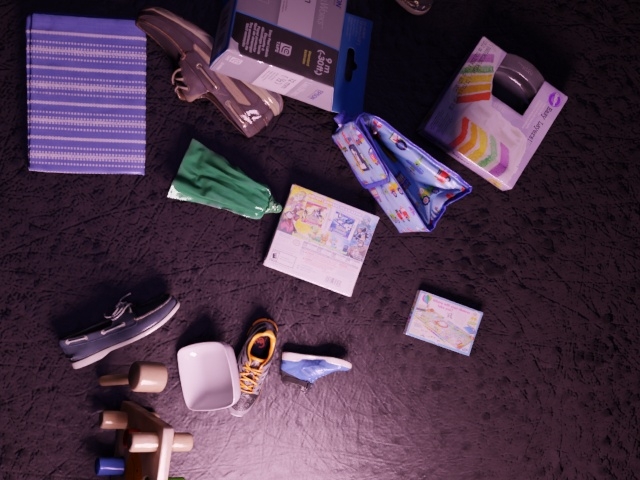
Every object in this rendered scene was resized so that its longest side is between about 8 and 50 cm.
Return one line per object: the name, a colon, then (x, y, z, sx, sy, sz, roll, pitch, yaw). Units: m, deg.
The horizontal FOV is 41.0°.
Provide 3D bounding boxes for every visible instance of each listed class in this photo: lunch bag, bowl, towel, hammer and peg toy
lunch bag: (0.144, -0.164, 1.787, 0.138, 0.221, 0.293, -45, 96, -7)
bowl: (-0.224, 0.279, 1.785, 0.142, 0.053, 0.141, -12, 87, 34)
towel: (-0.488, -0.307, 1.787, 0.243, 0.040, 0.335, 0, 91, -11)
hammer and peg toy: (-0.355, 0.412, 1.700, 0.127, 0.266, 0.361, 8, 87, -31)

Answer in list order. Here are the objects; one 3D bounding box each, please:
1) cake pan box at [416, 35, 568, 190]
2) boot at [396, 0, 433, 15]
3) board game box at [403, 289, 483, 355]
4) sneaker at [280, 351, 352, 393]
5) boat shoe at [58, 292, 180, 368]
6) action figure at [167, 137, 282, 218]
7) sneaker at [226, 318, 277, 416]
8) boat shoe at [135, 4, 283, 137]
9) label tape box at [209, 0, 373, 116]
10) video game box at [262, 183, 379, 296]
cake pan box: (0.386, -0.284, 1.907, 0.246, 0.070, 0.266, 35, 84, -9)
boot: (0.162, -0.584, 1.815, 0.236, 0.178, 0.085, 35, 84, -8)
board game box: (0.273, 0.183, 1.904, 0.154, 0.026, 0.103, 20, 87, -8)
sneaker: (-0.011, 0.289, 1.840, 0.152, 0.058, 0.084, 7, 83, -5)
boat shoe: (-0.415, 0.171, 1.764, 0.255, 0.095, 0.079, -28, 105, 1)
action figure: (-0.190, -0.108, 1.814, 0.232, 0.063, 0.137, 23, 84, -4)
sneaker: (-0.148, 0.269, 1.808, 0.084, 0.083, 0.214, 18, 88, -10)
boat shoe: (-0.246, -0.347, 1.773, 0.355, 0.132, 0.130, 36, 84, -6)
label tape box: (-0.032, -0.423, 1.753, 0.348, 0.115, 0.249, 15, 72, -22)
video game box: (0.000, 0.000, 1.852, 0.205, 0.048, 0.187, 21, 88, -9)
